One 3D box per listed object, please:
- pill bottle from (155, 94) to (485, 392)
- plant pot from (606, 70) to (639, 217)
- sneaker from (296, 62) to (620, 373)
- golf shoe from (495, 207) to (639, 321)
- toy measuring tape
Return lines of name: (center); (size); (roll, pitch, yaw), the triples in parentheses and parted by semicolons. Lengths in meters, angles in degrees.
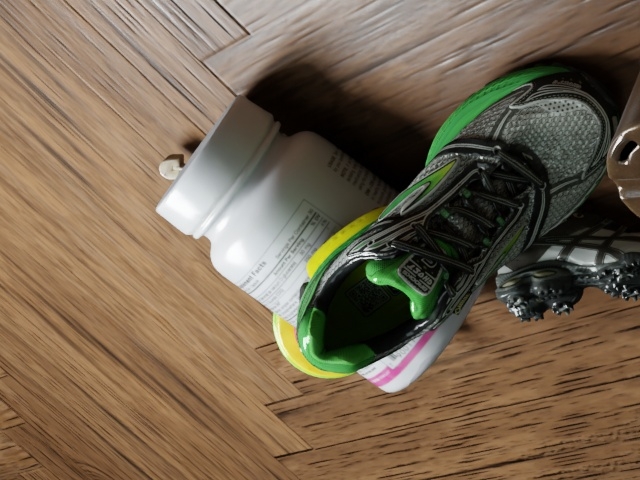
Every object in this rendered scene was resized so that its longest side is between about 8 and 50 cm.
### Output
pill bottle: (0.000, 0.000, 1.674); (0.283, 0.160, 0.160); (36, 148, -6)
plant pot: (0.291, -0.095, 1.295); (0.167, 0.165, 0.167); (23, 148, 15)
sneaker: (0.116, -0.004, 1.492); (0.134, 0.146, 0.343); (41, 110, -10)
golf shoe: (0.246, 0.005, 1.560); (0.198, 0.094, 0.077); (-10, 150, 13)
toy measuring tape: (-0.042, 0.045, 1.809); (0.330, 0.121, 0.121); (33, 148, -2)
